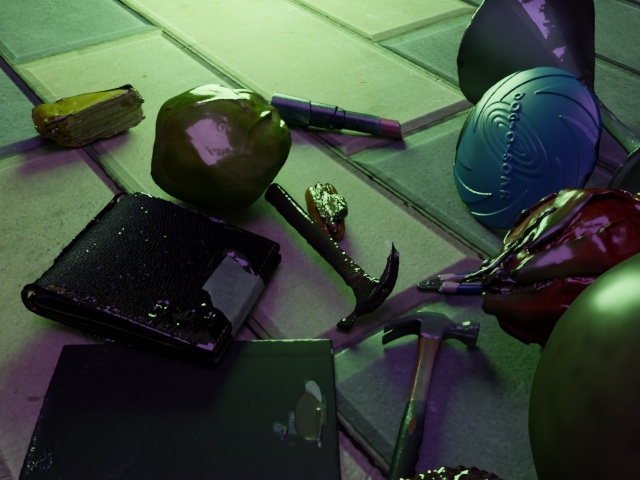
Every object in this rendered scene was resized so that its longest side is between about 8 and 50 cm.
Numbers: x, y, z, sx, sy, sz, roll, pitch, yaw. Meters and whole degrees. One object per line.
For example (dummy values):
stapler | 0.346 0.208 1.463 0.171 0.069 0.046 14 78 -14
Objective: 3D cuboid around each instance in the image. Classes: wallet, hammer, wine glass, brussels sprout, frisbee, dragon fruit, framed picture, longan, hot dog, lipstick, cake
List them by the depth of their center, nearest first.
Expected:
longan | 0.347 0.165 0.577 0.361 0.360 0.360 0 39 0
framed picture | -0.143 0.198 0.783 0.324 0.013 0.244 0 39 -2
hammer | 0.104 0.182 0.789 0.111 0.033 0.287 10 40 10
dragon fruit | 0.286 0.051 0.799 0.293 0.233 0.234 -10 37 -37
wallet | -0.206 0.040 0.931 0.262 0.071 0.221 17 39 12
hammer | -0.001 0.000 0.992 0.125 0.027 0.297 -45 44 -1
frisbee | 0.280 -0.135 1.039 0.045 0.242 0.242 17 25 -40
hot dog | 0.010 -0.048 1.067 0.057 0.041 0.133 -7 39 -9
brussels sprout | -0.146 -0.136 1.079 0.223 0.161 0.223 -4 43 4
wine glass | 0.417 -0.209 1.124 0.267 0.267 0.406 -12 46 -16
cake | -0.404 -0.214 1.261 0.185 0.079 0.116 -35 38 -24
lipstick | 0.028 -0.210 1.269 0.234 0.053 0.053 13 40 9

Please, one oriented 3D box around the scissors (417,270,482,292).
scissors | 0.184 0.057 0.962 0.114 0.012 0.039 -4 39 -6

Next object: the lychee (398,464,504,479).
lychee | 0.092 0.268 0.563 0.188 0.188 0.188 0 39 0
